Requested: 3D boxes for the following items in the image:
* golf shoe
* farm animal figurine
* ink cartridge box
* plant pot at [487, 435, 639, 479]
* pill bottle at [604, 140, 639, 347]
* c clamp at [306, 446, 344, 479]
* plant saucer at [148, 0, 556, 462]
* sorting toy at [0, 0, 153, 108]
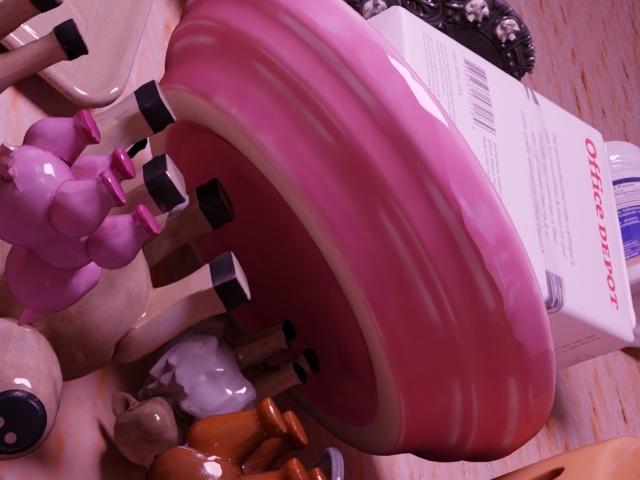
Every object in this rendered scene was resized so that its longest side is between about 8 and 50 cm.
[{"bbox_3d":[0.099,-0.233,1.611,0.273,0.105,0.120,32,25,-35],"label":"golf shoe"},{"bbox_3d":[-0.142,0.014,0.837,0.330,0.172,0.327,62,6,-10],"label":"farm animal figurine"},{"bbox_3d":[0.112,-0.027,1.304,0.273,0.114,0.198,25,52,-44],"label":"ink cartridge box"},{"bbox_3d":[0.145,0.244,0.959,0.291,0.203,0.291,38,28,-25],"label":"plant pot"},{"bbox_3d":[0.293,-0.002,1.609,0.112,0.112,0.187,32,32,-34],"label":"pill bottle"},{"bbox_3d":[-0.014,0.179,0.881,0.022,0.161,0.137,12,68,-11],"label":"c clamp"},{"bbox_3d":[0.000,0.000,1.003,0.084,0.332,0.332,-32,82,-20],"label":"plant saucer"},{"bbox_3d":[-0.215,-0.226,1.176,0.229,0.041,0.307,36,29,-19],"label":"sorting toy"}]
